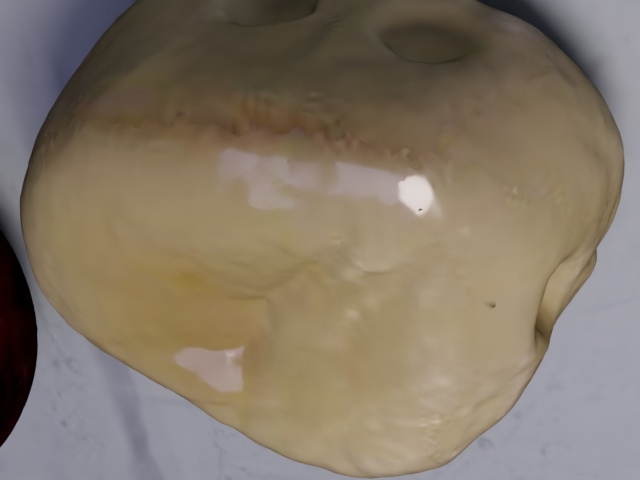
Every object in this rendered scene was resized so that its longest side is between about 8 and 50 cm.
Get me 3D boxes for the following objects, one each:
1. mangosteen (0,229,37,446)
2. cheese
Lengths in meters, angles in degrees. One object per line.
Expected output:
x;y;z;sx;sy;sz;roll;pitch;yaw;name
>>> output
-0.229;0.040;0.631;0.200;0.200;0.200;12;132;13;mangosteen
0.000;0.000;0.520;0.235;0.117;0.218;-9;126;33;cheese
